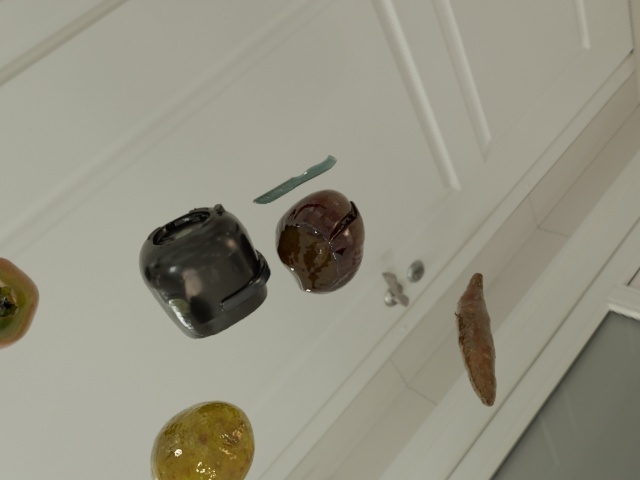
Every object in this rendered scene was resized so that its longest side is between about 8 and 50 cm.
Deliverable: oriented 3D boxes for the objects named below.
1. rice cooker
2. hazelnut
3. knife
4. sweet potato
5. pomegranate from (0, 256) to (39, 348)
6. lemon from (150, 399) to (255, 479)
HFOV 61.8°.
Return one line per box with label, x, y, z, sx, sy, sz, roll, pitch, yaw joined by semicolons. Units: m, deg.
rice cooker;-0.249;0.058;1.159;0.267;0.267;0.225;16;135;56
hazelnut;0.000;0.000;1.224;0.218;0.218;0.234;30;130;39
knife;-0.055;-0.125;1.146;0.028;0.210;0.015;48;-155;-35
sweet potato;0.270;0.168;0.946;0.072;0.314;0.066;18;125;1
pomegranate;-0.735;0.140;1.181;0.256;0.221;0.221;-4;130;47
lemon;-0.207;0.373;0.945;0.207;0.170;0.170;-28;110;33
